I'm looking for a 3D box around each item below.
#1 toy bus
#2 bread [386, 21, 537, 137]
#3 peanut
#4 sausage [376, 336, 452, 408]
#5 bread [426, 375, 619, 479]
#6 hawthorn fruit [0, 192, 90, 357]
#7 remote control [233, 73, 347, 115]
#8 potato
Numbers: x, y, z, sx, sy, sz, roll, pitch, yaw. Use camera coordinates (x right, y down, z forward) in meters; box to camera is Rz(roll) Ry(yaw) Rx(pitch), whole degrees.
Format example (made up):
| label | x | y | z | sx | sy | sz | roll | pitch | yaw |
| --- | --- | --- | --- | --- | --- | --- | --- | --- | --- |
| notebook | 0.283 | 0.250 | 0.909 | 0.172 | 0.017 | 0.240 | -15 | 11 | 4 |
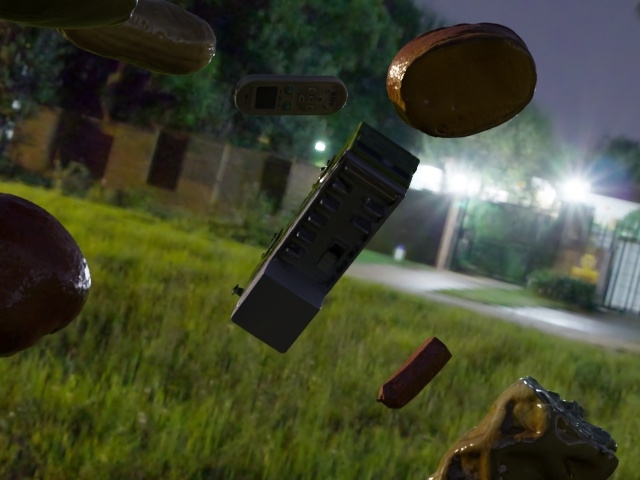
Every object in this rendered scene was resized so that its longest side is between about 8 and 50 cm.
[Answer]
| label | x | y | z | sx | sy | sz | roll | pitch | yaw |
| --- | --- | --- | --- | --- | --- | --- | --- | --- | --- |
| toy bus | 0.000 | 0.000 | 1.201 | 0.113 | 0.302 | 0.139 | 33 | 31 | -6 |
| bread | 0.255 | -0.287 | 1.681 | 0.269 | 0.196 | 0.143 | -14 | 19 | 2 |
| peanut | -0.348 | -0.393 | 1.751 | 0.318 | 0.148 | 0.147 | 8 | 2 | -31 |
| sausage | 0.172 | 0.258 | 1.760 | 0.065 | 0.169 | 0.065 | 42 | -18 | 17 |
| bread | 0.296 | 0.343 | 1.388 | 0.196 | 0.252 | 0.238 | 41 | 13 | 17 |
| hawthorn fruit | -0.535 | 0.054 | 1.512 | 0.299 | 0.275 | 0.275 | 44 | -5 | -4 |
| remote control | -0.056 | -0.278 | 1.774 | 0.221 | 0.078 | 0.042 | -2 | 39 | -17 |
| potato | -0.403 | -0.372 | 1.253 | 0.280 | 0.213 | 0.330 | -19 | 27 | -32 |
